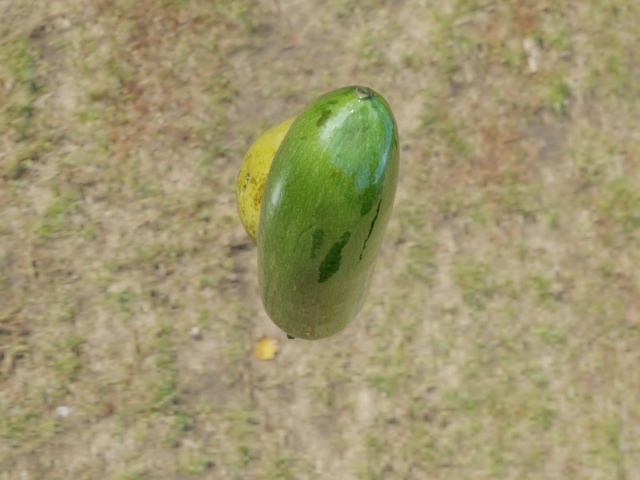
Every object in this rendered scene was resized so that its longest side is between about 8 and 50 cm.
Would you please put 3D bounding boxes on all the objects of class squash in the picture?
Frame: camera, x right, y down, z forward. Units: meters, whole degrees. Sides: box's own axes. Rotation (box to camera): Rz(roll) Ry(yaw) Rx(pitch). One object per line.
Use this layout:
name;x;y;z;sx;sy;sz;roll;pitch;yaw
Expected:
squash;0.000;0.000;1.223;0.107;0.395;0.107;3;64;-5

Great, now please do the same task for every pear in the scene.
pear;-0.018;-0.057;1.872;0.197;0.197;0.197;8;77;-40
